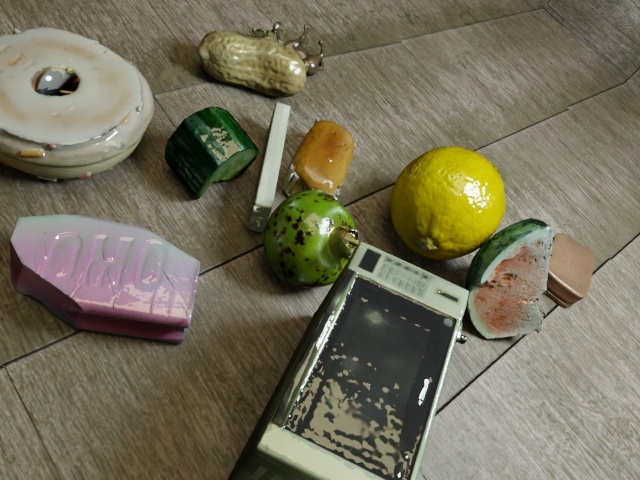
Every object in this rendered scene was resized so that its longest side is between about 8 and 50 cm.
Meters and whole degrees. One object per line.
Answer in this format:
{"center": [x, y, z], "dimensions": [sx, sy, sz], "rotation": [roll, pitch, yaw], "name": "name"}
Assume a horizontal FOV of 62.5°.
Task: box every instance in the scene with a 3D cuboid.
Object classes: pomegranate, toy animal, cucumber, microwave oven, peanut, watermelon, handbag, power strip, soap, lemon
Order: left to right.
{"center": [-0.393, 0.062, 0.967], "dimensions": [0.324, 0.109, 0.192], "rotation": [12, 53, -15], "name": "soap"}
{"center": [-0.234, -0.201, 1.179], "dimensions": [0.191, 0.191, 0.130], "rotation": [-32, 82, -37], "name": "cucumber"}
{"center": [-0.181, -0.477, 1.422], "dimensions": [0.291, 0.143, 0.159], "rotation": [11, 20, -10], "name": "peanut"}
{"center": [-0.121, -0.175, 1.251], "dimensions": [0.043, 0.106, 0.367], "rotation": [14, 53, -10], "name": "power strip"}
{"center": [-0.090, -0.567, 1.550], "dimensions": [0.214, 0.094, 0.186], "rotation": [44, 59, -1], "name": "toy animal"}
{"center": [0.000, 0.000, 1.102], "dimensions": [0.211, 0.263, 0.211], "rotation": [-3, 94, -45], "name": "pomegranate"}
{"center": [0.061, 0.257, 0.882], "dimensions": [0.247, 0.333, 0.394], "rotation": [28, 51, 2], "name": "microwave oven"}
{"center": [0.304, -0.091, 1.274], "dimensions": [0.293, 0.293, 0.293], "rotation": [12, 53, -16], "name": "lemon"}
{"center": [0.435, 0.073, 1.201], "dimensions": [0.180, 0.305, 0.224], "rotation": [20, 46, 33], "name": "watermelon"}
{"center": [0.660, 0.075, 1.441], "dimensions": [0.151, 0.072, 0.193], "rotation": [34, 53, 2], "name": "handbag"}

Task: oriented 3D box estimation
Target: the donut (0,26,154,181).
{"center": [-0.553, -0.286, 1.117], "dimensions": [0.383, 0.142, 0.382], "rotation": [12, 52, -16], "name": "donut"}

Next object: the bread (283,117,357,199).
{"center": [0.002, -0.197, 1.322], "dimensions": [0.136, 0.107, 0.241], "rotation": [27, 51, -7], "name": "bread"}
